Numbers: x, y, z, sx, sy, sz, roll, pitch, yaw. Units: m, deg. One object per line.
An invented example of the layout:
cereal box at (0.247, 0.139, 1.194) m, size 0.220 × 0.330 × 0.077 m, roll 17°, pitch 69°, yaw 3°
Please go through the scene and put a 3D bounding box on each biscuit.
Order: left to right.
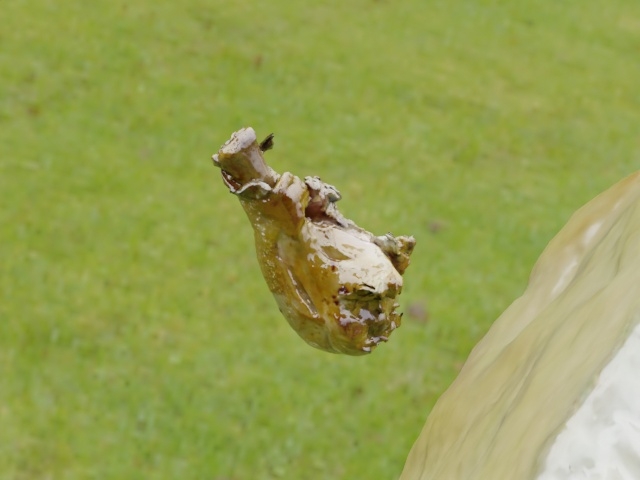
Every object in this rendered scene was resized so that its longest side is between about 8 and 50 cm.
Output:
biscuit at (0.149, 0.047, 0.908) m, size 0.104 × 0.429 × 0.446 m, roll 39°, pitch -12°, yaw -1°

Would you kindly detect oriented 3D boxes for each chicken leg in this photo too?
chicken leg at (-0.003, 0.001, 1.355) m, size 0.101 × 0.207 × 0.085 m, roll -9°, pitch 37°, yaw 39°
